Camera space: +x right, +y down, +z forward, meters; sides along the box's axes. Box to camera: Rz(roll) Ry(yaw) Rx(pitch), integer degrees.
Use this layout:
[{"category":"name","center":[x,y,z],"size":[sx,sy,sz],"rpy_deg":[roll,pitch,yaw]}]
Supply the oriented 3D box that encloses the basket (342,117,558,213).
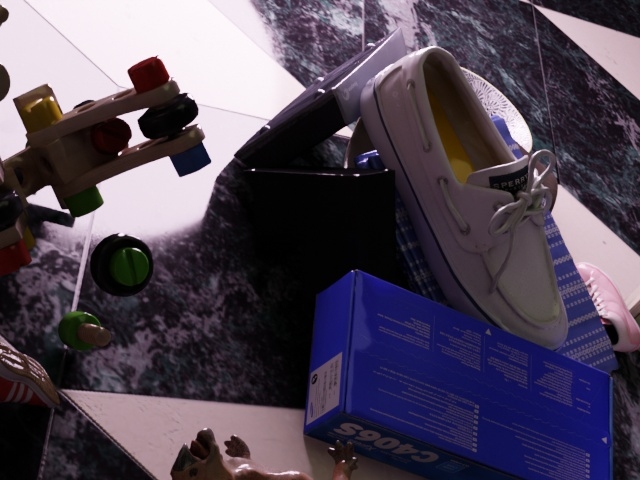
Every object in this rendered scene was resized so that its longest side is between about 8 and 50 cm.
[{"category":"basket","center":[0.164,-0.086,2.140],"size":[0.227,0.154,0.204],"rpy_deg":[33,52,-20]}]

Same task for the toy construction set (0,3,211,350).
[{"category":"toy construction set","center":[-0.286,-0.094,1.642],"size":[0.309,0.257,0.237],"rpy_deg":[43,-17,-27]}]

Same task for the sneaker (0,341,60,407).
[{"category":"sneaker","center":[-0.275,0.129,1.508],"size":[0.042,0.067,0.118],"rpy_deg":[58,5,31]}]

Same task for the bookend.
[{"category":"bookend","center":[0.000,0.000,1.907],"size":[0.072,0.156,0.157],"rpy_deg":[-11,101,-52]}]

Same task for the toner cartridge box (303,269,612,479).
[{"category":"toner cartridge box","center":[0.150,0.169,1.824],"size":[0.347,0.075,0.165],"rpy_deg":[23,56,-26]}]

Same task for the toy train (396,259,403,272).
[{"category":"toy train","center":[0.101,0.019,2.057],"size":[0.036,0.027,0.158],"rpy_deg":[40,30,21]}]

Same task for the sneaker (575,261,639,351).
[{"category":"sneaker","center":[0.350,0.084,2.213],"size":[0.070,0.051,0.134],"rpy_deg":[-4,56,-56]}]

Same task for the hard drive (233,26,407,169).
[{"category":"hard drive","center":[0.011,-0.161,2.056],"size":[0.054,0.172,0.255],"rpy_deg":[55,28,-7]}]

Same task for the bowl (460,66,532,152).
[{"category":"bowl","center":[0.187,-0.145,2.301],"size":[0.170,0.080,0.170],"rpy_deg":[27,34,-21]}]

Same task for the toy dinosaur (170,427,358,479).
[{"category":"toy dinosaur","center":[-0.032,0.275,1.509],"size":[0.296,0.127,0.200],"rpy_deg":[50,38,-7]}]

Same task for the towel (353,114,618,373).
[{"category":"towel","center":[0.188,0.029,1.993],"size":[0.243,0.040,0.336],"rpy_deg":[-19,81,-38]}]

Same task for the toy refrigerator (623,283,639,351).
[{"category":"toy refrigerator","center":[0.496,0.042,2.213],"size":[0.102,0.269,0.094],"rpy_deg":[41,31,0]}]

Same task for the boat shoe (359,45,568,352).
[{"category":"boat shoe","center":[0.189,-0.049,1.900],"size":[0.136,0.156,0.367],"rpy_deg":[-22,83,-39]}]
